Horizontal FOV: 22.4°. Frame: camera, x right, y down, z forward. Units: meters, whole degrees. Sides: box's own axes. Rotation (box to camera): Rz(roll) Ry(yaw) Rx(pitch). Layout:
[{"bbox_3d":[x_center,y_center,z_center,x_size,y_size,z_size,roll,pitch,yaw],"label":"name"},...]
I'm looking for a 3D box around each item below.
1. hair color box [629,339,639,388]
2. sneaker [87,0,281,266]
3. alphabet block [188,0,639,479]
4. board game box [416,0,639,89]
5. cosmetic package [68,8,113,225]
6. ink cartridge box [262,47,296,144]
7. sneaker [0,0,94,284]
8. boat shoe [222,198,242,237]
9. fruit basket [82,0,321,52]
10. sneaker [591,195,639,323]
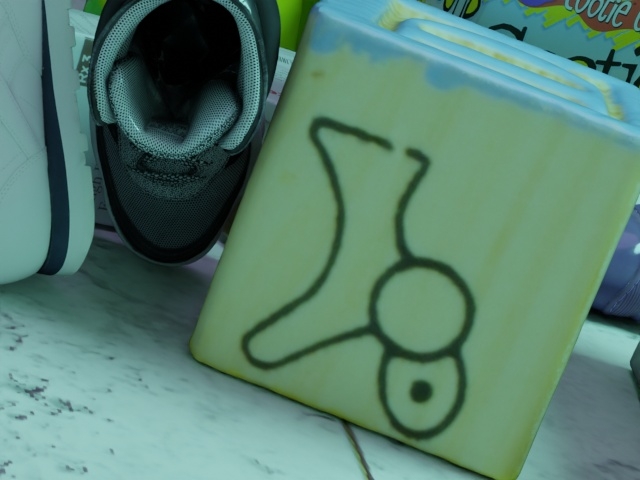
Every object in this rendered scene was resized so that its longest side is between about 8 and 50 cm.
[{"bbox_3d":[0.282,0.071,0.907,0.114,0.185,0.374,20,16,-3],"label":"hair color box"},{"bbox_3d":[-0.079,-0.068,0.849,0.101,0.268,0.153,11,37,-3],"label":"sneaker"},{"bbox_3d":[0.059,-0.014,0.891,0.192,0.197,0.193,23,16,4],"label":"alphabet block"},{"bbox_3d":[0.131,-0.103,1.082,0.144,0.275,0.142,16,33,-14],"label":"board game box"},{"bbox_3d":[-0.173,-0.082,0.971,0.231,0.117,0.085,9,18,-33],"label":"cosmetic package"},{"bbox_3d":[-0.060,-0.089,1.185,0.154,0.093,0.212,18,14,-10],"label":"ink cartridge box"},{"bbox_3d":[-0.182,-0.092,0.836,0.095,0.235,0.090,-5,-16,-26],"label":"sneaker"},{"bbox_3d":[0.000,0.000,1.042,0.135,0.050,0.045,9,-34,23],"label":"boat shoe"},{"bbox_3d":[-0.020,-0.200,1.432,0.392,0.392,0.283,33,-22,38],"label":"fruit basket"},{"bbox_3d":[0.189,-0.029,1.292,0.124,0.107,0.283,10,18,-14],"label":"sneaker"}]
